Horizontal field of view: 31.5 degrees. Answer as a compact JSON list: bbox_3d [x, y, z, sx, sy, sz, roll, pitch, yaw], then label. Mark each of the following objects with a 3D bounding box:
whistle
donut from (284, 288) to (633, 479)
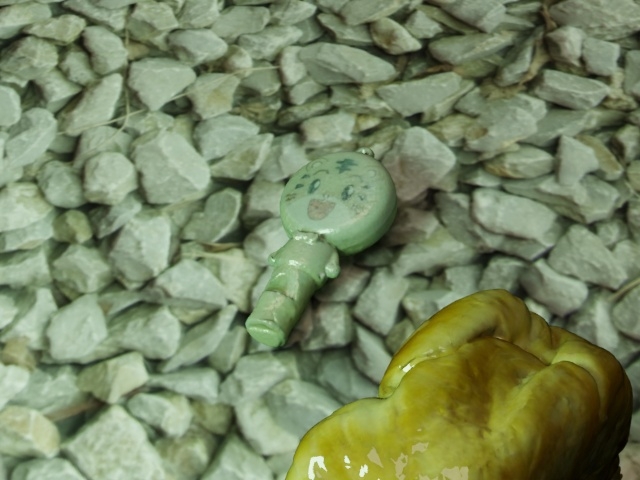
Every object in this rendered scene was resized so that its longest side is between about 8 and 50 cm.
[{"bbox_3d":[0.000,0.000,1.175,0.126,0.067,0.258,9,53,29],"label":"whistle"},{"bbox_3d":[0.073,0.210,0.798,0.170,0.360,0.360,32,57,27],"label":"donut"}]
